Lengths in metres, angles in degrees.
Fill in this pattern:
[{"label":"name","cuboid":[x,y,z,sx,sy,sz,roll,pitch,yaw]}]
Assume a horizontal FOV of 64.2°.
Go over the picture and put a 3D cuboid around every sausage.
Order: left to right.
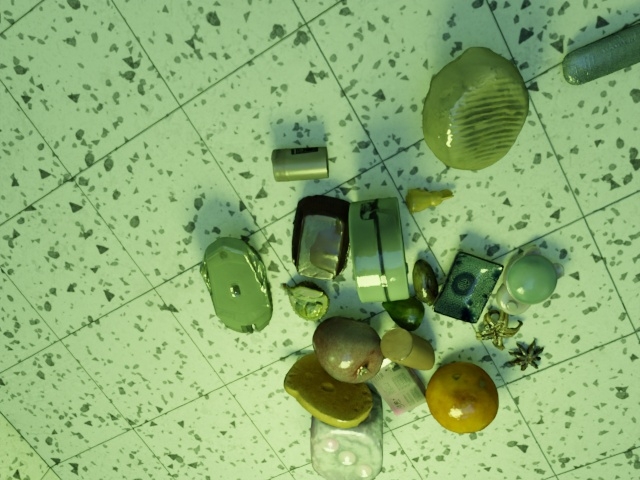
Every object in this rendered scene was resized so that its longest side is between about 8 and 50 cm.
[{"label":"sausage","cuboid":[0.325,0.397,1.842,0.123,0.123,0.253,-36,144,17]}]

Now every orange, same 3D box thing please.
[{"label":"orange","cuboid":[0.516,0.573,1.864,0.261,0.261,0.261,2,110,5]}]

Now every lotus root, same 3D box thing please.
[{"label":"lotus root","cuboid":[0.374,0.152,1.812,0.080,0.089,0.179,3,115,48]}]

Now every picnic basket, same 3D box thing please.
[{"label":"picnic basket","cuboid":[0.000,0.000,1.774,0.222,0.129,0.297,10,110,4]}]

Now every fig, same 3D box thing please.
[{"label":"fig","cuboid":[0.297,0.252,1.846,0.156,0.123,0.123,25,111,10]}]

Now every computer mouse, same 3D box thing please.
[{"label":"computer mouse","cuboid":[-0.296,0.152,1.857,0.228,0.145,0.429,-8,121,1]}]

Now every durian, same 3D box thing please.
[{"label":"durian","cuboid":[-0.053,0.216,1.884,0.208,0.102,0.147,24,110,21]}]

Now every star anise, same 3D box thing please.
[{"label":"star anise","cuboid":[0.768,0.435,1.904,0.141,0.042,0.141,2,109,6]}]

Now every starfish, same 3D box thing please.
[{"label":"starfish","cuboid":[0.658,0.310,1.855,0.146,0.074,0.190,19,109,5]}]

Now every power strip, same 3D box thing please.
[{"label":"power strip","cuboid":[0.193,0.023,1.647,0.161,0.357,0.358,-7,109,10]}]

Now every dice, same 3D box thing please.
[{"label":"dice","cuboid":[0.105,0.738,1.959,0.271,0.270,0.270,0,111,6]}]

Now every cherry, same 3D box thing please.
[{"label":"cherry","cuboid":[0.096,0.387,1.841,0.261,0.307,0.221,29,89,-44]}]

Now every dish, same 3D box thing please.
[{"label":"dish","cuboid":[0.508,0.156,1.800,0.181,0.080,0.243,18,108,-8]}]

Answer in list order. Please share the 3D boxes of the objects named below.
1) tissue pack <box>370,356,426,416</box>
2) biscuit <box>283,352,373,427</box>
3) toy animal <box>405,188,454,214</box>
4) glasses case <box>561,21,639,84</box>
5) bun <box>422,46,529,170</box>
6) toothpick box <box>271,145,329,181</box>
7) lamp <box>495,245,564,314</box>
[{"label":"tissue pack","cuboid":[0.285,0.534,1.960,0.148,0.092,0.246,-31,104,14]},{"label":"biscuit","cuboid":[0.047,0.542,1.911,0.343,0.287,0.057,26,134,25]},{"label":"toy animal","cuboid":[0.371,-0.136,1.720,0.159,0.070,0.083,-7,69,-5]},{"label":"glasses case","cuboid":[0.865,-0.554,1.515,0.282,0.067,0.109,-22,110,11]},{"label":"bun","cuboid":[0.444,-0.380,1.522,0.326,0.234,0.362,-39,132,-7]},{"label":"toothpick box","cuboid":[-0.066,-0.254,1.697,0.180,0.111,0.111,-3,110,6]},{"label":"lamp","cuboid":[0.711,0.152,1.756,0.179,0.108,0.246,36,101,0]}]
